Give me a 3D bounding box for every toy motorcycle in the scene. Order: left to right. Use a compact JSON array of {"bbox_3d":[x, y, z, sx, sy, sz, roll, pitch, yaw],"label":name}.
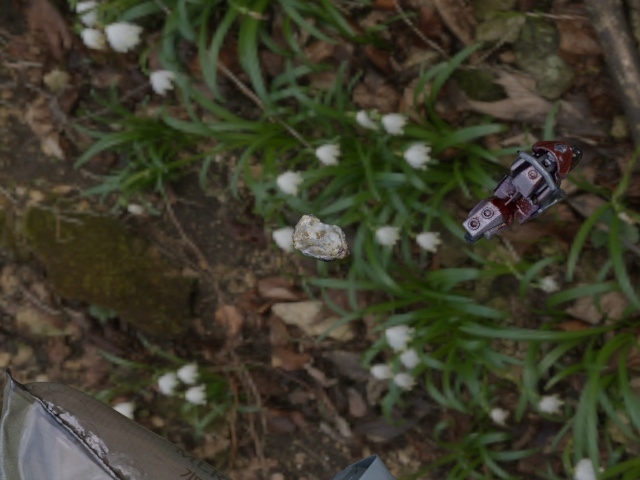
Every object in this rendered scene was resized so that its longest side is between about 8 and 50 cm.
[{"bbox_3d":[0.292,-0.070,1.460,0.213,0.122,0.082,-40,70,3],"label":"toy motorcycle"}]

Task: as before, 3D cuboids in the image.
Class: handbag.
[{"bbox_3d":[-0.090,0.197,0.600,0.270,0.117,0.182,38,149,6],"label":"handbag"}]

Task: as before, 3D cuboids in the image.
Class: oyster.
[{"bbox_3d":[0.003,0.001,1.319,0.083,0.019,0.054,26,88,22],"label":"oyster"}]

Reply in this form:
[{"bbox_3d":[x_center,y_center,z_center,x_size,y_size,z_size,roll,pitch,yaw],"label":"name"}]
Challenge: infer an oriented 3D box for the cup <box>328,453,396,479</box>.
[{"bbox_3d":[0.053,0.343,1.213,0.129,0.128,0.095,49,139,-1],"label":"cup"}]
